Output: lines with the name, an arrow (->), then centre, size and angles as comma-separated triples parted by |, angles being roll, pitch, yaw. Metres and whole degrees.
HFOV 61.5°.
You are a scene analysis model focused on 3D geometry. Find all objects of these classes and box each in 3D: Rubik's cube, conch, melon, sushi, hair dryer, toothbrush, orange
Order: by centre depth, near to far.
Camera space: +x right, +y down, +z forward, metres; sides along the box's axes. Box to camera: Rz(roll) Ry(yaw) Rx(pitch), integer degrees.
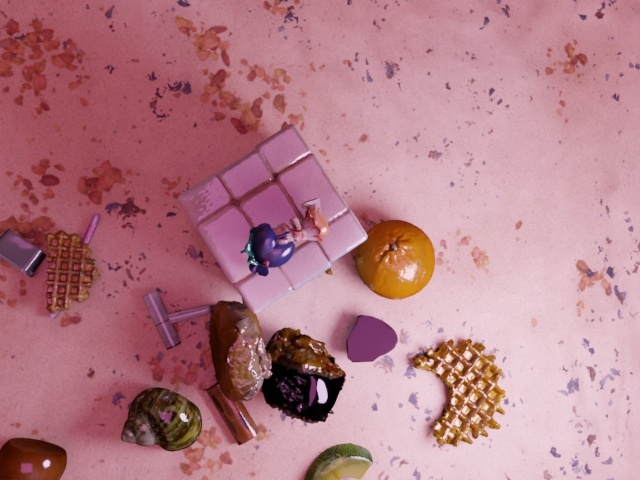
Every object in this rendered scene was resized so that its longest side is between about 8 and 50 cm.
Rubik's cube -> -0.113, -0.048, 1.324 | 0.315, 0.322, 0.319 | -33, 92, -5
conch -> -0.394, 0.458, 1.343 | 0.181, 0.124, 0.188 | -18, 97, -10
toothbrush -> -0.628, 0.064, 1.378 | 0.020, 0.025, 0.287 | 21, 80, -7
sushi -> -0.044, 0.344, 1.389 | 0.213, 0.200, 0.204 | 15, 83, 17
hair dryer -> -0.352, 0.178, 1.421 | 0.183, 0.044, 0.155 | -26, 92, -18
melon -> 0.040, 0.632, 1.452 | 0.118, 0.064, 0.209 | 44, 81, -10
orange -> 0.206, 0.052, 1.472 | 0.219, 0.193, 0.220 | 0, 93, 4

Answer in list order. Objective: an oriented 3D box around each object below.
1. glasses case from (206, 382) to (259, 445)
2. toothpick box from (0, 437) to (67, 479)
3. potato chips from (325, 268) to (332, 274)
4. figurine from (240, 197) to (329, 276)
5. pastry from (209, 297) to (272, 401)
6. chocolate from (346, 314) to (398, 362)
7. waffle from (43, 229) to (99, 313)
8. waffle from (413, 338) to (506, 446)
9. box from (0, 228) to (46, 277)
glasses case -> -0.231, 0.450, 1.419 | 0.064, 0.041, 0.170 | -30, 93, -12
toothpick box -> -0.707, 0.621, 1.237 | 0.192, 0.192, 0.295 | 18, 75, -10
potato chips -> 0.000, 0.000, 1.508 | 0.026, 0.037, 0.204 | -14, 90, -3
figurine -> -0.072, -0.005, 1.113 | 0.194, 0.111, 0.102 | -26, 91, -6
pastry -> -0.203, 0.272, 1.343 | 0.120, 0.235, 0.257 | -6, 91, -21
chocolate -> 0.127, 0.270, 1.491 | 0.148, 0.080, 0.125 | -29, 80, -6
waffle -> -0.641, 0.072, 1.339 | 0.160, 0.046, 0.192 | -34, 89, -13
waffle -> 0.407, 0.426, 1.544 | 0.259, 0.069, 0.293 | -10, 85, -15
box -> -0.744, 0.030, 1.327 | 0.122, 0.084, 0.069 | 36, 72, -8
